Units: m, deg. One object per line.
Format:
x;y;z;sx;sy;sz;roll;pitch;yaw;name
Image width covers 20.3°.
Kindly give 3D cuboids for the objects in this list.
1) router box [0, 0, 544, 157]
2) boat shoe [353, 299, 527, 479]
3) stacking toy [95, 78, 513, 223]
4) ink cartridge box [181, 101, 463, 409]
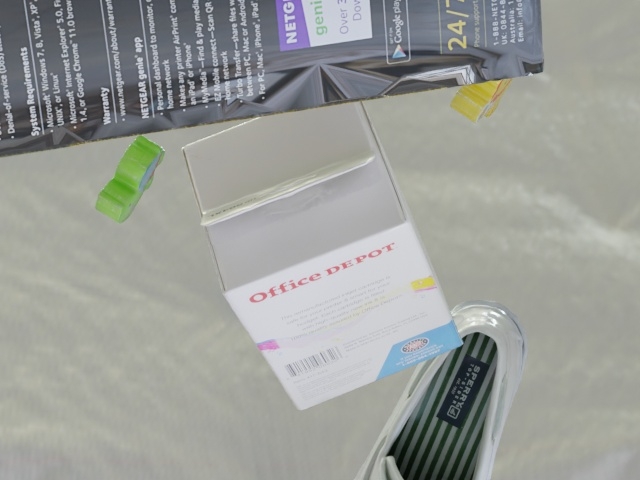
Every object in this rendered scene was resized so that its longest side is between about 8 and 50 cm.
-0.082;-0.116;0.696;0.243;0.081;0.309;-10;-160;-12;router box
0.055;0.142;1.040;0.083;0.226;0.076;17;-173;11;boat shoe
-0.011;-0.058;0.962;0.167;0.221;0.052;34;-159;8;stacking toy
0.000;0.000;0.861;0.092;0.143;0.090;-21;-125;3;ink cartridge box
